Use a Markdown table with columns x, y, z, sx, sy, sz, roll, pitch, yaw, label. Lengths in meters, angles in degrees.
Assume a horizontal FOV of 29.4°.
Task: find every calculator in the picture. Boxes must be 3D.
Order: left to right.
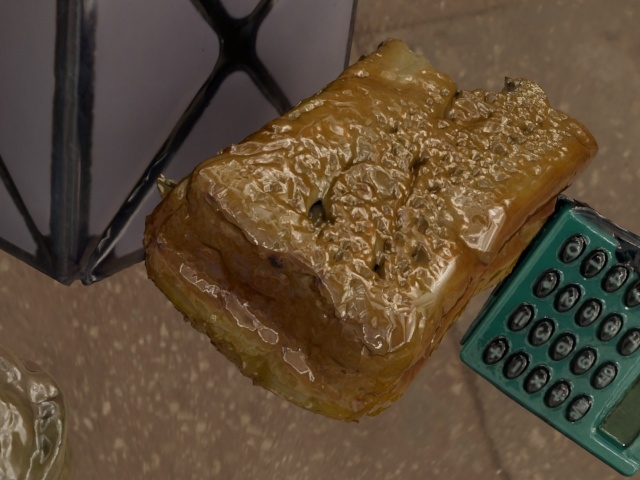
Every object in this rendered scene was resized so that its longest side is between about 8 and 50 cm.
| x | y | z | sx | sy | sz | roll | pitch | yaw | label |
| --- | --- | --- | --- | --- | --- | --- | --- | --- | --- |
| 0.321 | 0.108 | 1.382 | 0.274 | 0.058 | 0.248 | 35 | 105 | 1 | calculator |

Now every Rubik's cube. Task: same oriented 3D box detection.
| x | y | z | sx | sy | sz | roll | pitch | yaw | label |
| --- | --- | --- | --- | --- | --- | --- | --- | --- | --- |
| -0.166 | -0.191 | 0.899 | 0.307 | 0.310 | 0.305 | 27 | 33 | 30 | Rubik's cube |

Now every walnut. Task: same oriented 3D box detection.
| x | y | z | sx | sy | sz | roll | pitch | yaw | label |
| --- | --- | --- | --- | --- | --- | --- | --- | --- | --- |
| -0.373 | 0.232 | 1.285 | 0.248 | 0.248 | 0.248 | 3 | 67 | -6 | walnut |

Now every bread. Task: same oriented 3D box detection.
| x | y | z | sx | sy | sz | roll | pitch | yaw | label |
| --- | --- | --- | --- | --- | --- | --- | --- | --- | --- |
| 0.045 | -0.033 | 0.783 | 0.185 | 0.109 | 0.380 | 39 | 36 | 10 | bread |
